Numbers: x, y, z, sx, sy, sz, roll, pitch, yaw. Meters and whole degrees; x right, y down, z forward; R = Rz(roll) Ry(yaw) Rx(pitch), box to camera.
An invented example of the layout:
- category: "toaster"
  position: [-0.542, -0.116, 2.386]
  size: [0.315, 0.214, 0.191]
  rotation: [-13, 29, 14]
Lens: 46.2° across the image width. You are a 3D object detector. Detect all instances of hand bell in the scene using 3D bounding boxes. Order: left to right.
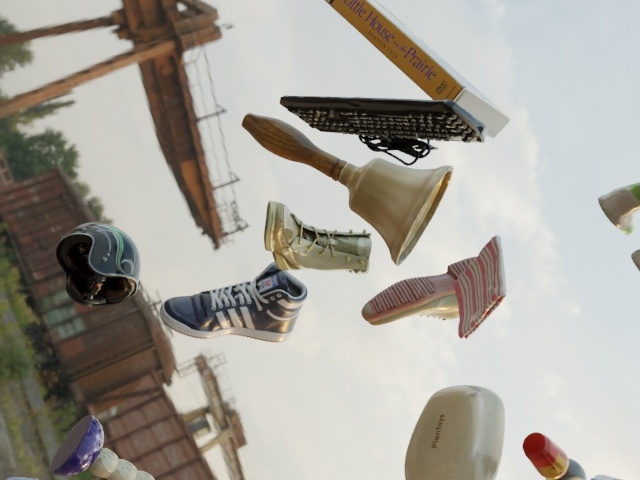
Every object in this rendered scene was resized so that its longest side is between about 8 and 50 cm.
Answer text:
- category: "hand bell"
  position: [0.015, -0.085, 0.851]
  size: [0.242, 0.126, 0.126]
  rotation: [31, -32, 13]

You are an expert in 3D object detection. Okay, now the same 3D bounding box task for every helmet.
- category: "helmet"
  position: [-0.469, 0.043, 1.592]
  size: [0.169, 0.169, 0.161]
  rotation: [100, -28, -55]

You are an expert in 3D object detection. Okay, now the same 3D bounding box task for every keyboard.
- category: "keyboard"
  position: [0.054, -0.091, 0.646]
  size: [0.192, 0.100, 0.038]
  rotation: [13, -94, 44]

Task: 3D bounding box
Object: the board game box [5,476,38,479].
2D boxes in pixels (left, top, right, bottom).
- category: "board game box"
  position: [-0.550, 0.500, 1.285]
  size: [0.194, 0.060, 0.194]
  rotation: [87, 6, -65]

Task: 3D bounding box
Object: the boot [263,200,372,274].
- category: "boot"
  position: [0.000, 0.000, 1.200]
  size: [0.213, 0.165, 0.077]
  rotation: [71, 27, -67]

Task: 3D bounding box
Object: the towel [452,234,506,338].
- category: "towel"
  position: [0.325, 0.099, 1.542]
  size: [0.197, 0.029, 0.144]
  rotation: [115, -19, -52]

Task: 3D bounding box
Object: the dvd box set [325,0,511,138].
- category: "dvd box set"
  position: [0.183, -0.385, 1.532]
  size: [0.420, 0.307, 0.062]
  rotation: [48, -71, 22]

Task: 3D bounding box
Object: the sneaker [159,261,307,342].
- category: "sneaker"
  position: [-0.160, 0.114, 1.464]
  size: [0.153, 0.282, 0.099]
  rotation: [-60, -146, 35]

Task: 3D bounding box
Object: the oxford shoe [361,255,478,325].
- category: "oxford shoe"
  position: [0.313, 0.177, 2.089]
  size: [0.140, 0.397, 0.146]
  rotation: [-102, 174, -63]

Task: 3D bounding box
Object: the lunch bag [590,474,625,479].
- category: "lunch bag"
  position: [0.453, 0.389, 1.138]
  size: [0.071, 0.053, 0.083]
  rotation: [6, -33, 41]

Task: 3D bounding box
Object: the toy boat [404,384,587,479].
- category: "toy boat"
  position: [0.299, 0.389, 1.327]
  size: [0.318, 0.267, 0.148]
  rotation: [-9, -46, 46]

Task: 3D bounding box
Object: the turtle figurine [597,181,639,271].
- category: "turtle figurine"
  position: [0.492, -0.060, 0.881]
  size: [0.266, 0.275, 0.198]
  rotation: [-38, -96, 28]

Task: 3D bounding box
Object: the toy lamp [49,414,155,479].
- category: "toy lamp"
  position: [-0.167, 0.296, 0.846]
  size: [0.275, 0.080, 0.080]
  rotation: [42, -12, -20]
